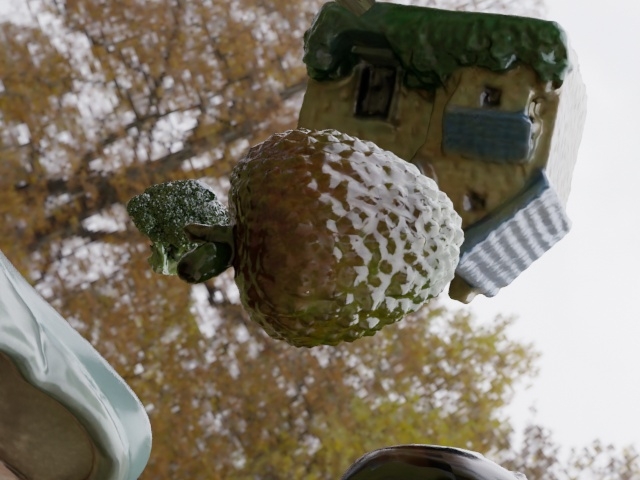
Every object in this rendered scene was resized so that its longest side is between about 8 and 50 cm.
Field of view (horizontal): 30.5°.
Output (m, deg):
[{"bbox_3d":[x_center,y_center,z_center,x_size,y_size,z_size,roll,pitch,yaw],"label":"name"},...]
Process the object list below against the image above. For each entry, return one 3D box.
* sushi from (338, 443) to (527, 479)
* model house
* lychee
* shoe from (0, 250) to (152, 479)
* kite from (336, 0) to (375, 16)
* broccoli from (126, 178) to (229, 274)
[{"bbox_3d":[0.078,0.237,0.679,0.227,0.215,0.212,-118,-159,-57],"label":"sushi"},{"bbox_3d":[0.146,-0.107,1.604,0.382,0.334,0.343,12,-97,19],"label":"model house"},{"bbox_3d":[0.000,0.000,0.597,0.114,0.146,0.114,178,-90,-86],"label":"lychee"},{"bbox_3d":[-0.184,0.041,0.539,0.103,0.100,0.251,-42,-81,15],"label":"shoe"},{"bbox_3d":[0.000,-0.224,0.764,0.169,0.015,0.310,41,-10,-11],"label":"kite"},{"bbox_3d":[-0.187,-0.021,1.614,0.145,0.162,0.138,32,-70,12],"label":"broccoli"}]
